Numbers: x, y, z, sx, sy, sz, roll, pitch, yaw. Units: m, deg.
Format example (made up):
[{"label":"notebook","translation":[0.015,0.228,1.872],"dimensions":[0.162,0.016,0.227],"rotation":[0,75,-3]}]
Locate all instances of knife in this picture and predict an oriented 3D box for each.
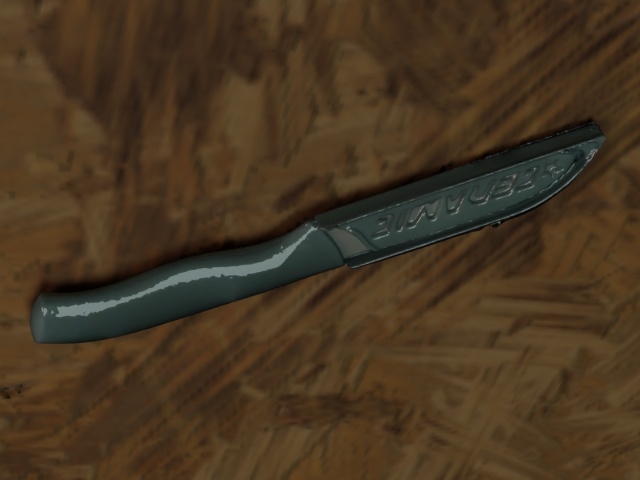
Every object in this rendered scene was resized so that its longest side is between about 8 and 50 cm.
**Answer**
[{"label":"knife","translation":[0.000,0.001,0.395],"dimensions":[0.210,0.015,0.028],"rotation":[-17,126,-3]}]
